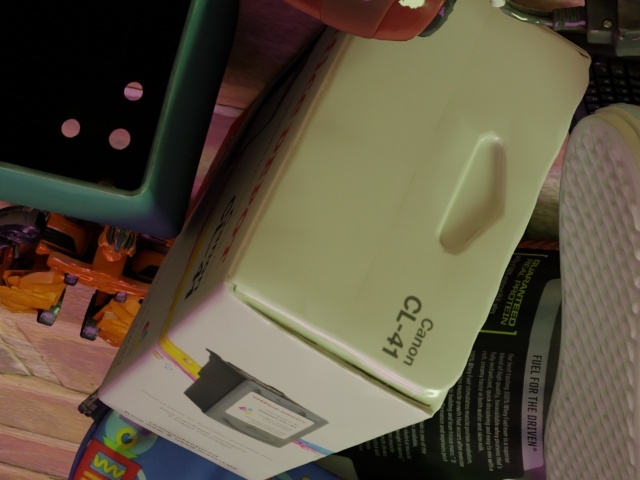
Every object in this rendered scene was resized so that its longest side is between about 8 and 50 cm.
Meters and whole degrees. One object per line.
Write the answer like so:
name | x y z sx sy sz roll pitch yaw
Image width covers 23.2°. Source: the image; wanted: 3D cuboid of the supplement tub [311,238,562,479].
supplement tub | 0.118 0.099 1.113 0.338 0.207 0.207 4 157 29

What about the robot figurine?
robot figurine | -0.190 0.020 1.308 0.211 0.085 0.291 20 160 -13

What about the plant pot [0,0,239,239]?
plant pot | -0.137 -0.089 0.875 0.166 0.165 0.234 13 168 6

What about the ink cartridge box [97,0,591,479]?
ink cartridge box | 0.000 0.000 0.897 0.131 0.226 0.306 29 157 -9

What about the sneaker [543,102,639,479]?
sneaker | 0.221 0.085 0.884 0.150 0.135 0.366 -12 126 -14

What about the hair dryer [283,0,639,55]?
hair dryer | 0.033 -0.176 0.678 0.294 0.080 0.223 3 141 17

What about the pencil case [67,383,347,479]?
pencil case | -0.026 0.199 1.049 0.306 0.133 0.119 24 165 14

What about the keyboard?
keyboard | 0.191 -0.063 0.896 0.108 0.023 0.180 7 160 20
